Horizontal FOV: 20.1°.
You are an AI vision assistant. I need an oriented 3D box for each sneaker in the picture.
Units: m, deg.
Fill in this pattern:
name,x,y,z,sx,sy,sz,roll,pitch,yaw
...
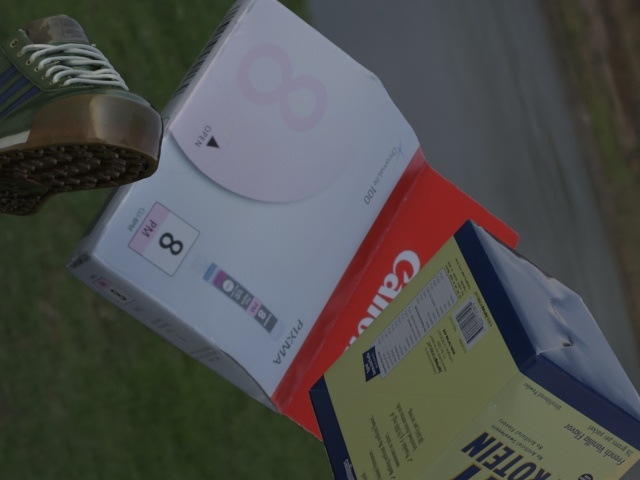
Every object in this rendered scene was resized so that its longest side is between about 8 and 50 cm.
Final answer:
name,x,y,z,sx,sy,sz,roll,pitch,yaw
sneaker,-0.126,-0.067,0.833,0.192,0.064,0.086,-14,-113,60

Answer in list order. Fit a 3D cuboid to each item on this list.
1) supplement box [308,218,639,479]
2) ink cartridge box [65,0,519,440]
name,x,y,z,sx,sy,sz,roll,pitch,yaw
supplement box,0.049,0.055,0.575,0.056,0.083,0.083,34,19,-26
ink cartridge box,0.000,0.000,1.032,0.232,0.189,0.066,35,-20,-11
